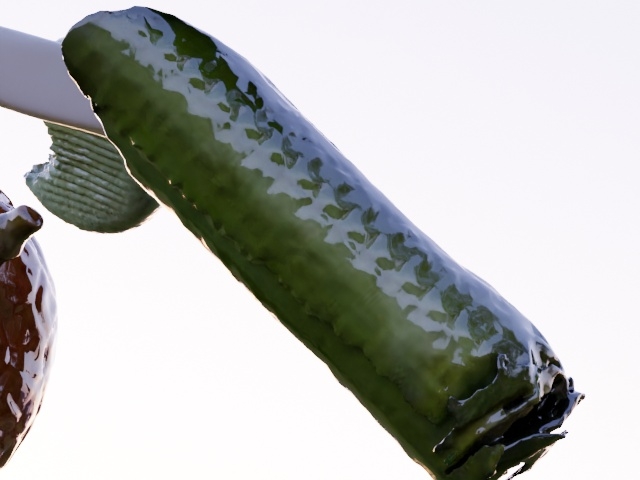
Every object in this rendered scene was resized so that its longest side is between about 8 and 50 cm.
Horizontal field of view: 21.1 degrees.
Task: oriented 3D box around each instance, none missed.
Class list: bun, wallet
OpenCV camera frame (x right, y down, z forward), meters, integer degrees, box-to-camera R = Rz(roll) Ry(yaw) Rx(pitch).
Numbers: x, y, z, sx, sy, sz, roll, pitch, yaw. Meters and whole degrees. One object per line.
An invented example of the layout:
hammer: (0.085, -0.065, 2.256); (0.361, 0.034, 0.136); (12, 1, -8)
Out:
bun: (-0.221, -0.116, 1.745); (0.204, 0.126, 0.212); (37, -48, 7)
wallet: (-0.209, -0.122, 1.302); (0.122, 0.061, 0.025); (15, 0, -24)

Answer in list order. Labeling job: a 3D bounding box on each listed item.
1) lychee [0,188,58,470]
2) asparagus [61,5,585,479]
lychee: (-0.270, 0.057, 1.003); (0.300, 0.255, 0.255); (-10, -24, 36)
asparagus: (0.000, 0.000, 1.049); (0.382, 0.128, 0.108); (44, -59, 3)
